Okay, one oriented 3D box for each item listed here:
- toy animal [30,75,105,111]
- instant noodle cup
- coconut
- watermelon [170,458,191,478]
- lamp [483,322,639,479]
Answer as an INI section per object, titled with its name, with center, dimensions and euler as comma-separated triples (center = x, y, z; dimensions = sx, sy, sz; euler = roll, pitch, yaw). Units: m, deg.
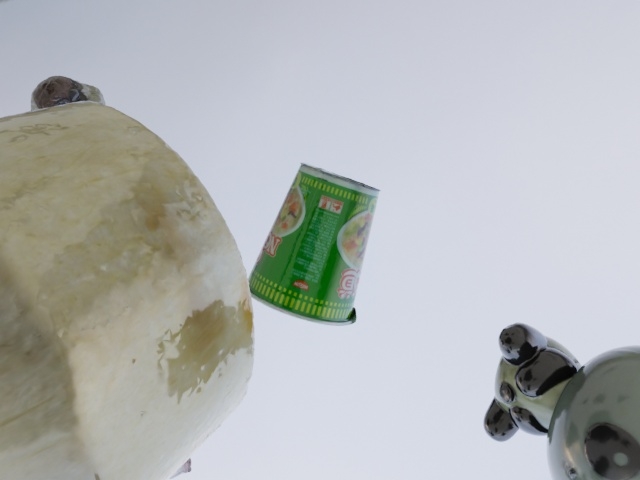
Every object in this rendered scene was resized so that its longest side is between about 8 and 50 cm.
[toy animal]
center = -0.362, -0.176, 0.840
dimensions = 0.137, 0.098, 0.098
euler = -10, -135, 36
[instant noodle cup]
center = 0.000, 0.000, 1.031
dimensions = 0.207, 0.207, 0.232
euler = 27, -79, 49
[coconut]
center = -0.203, 0.054, 0.445
dimensions = 0.323, 0.323, 0.322
euler = -21, -140, 19
[watermelon]
center = -0.238, 0.215, 0.775
dimensions = 0.136, 0.202, 0.207
euler = 9, -144, 14
[lamp]
center = 0.290, 0.186, 0.612
dimensions = 0.244, 0.197, 0.197
euler = 27, -111, 42
